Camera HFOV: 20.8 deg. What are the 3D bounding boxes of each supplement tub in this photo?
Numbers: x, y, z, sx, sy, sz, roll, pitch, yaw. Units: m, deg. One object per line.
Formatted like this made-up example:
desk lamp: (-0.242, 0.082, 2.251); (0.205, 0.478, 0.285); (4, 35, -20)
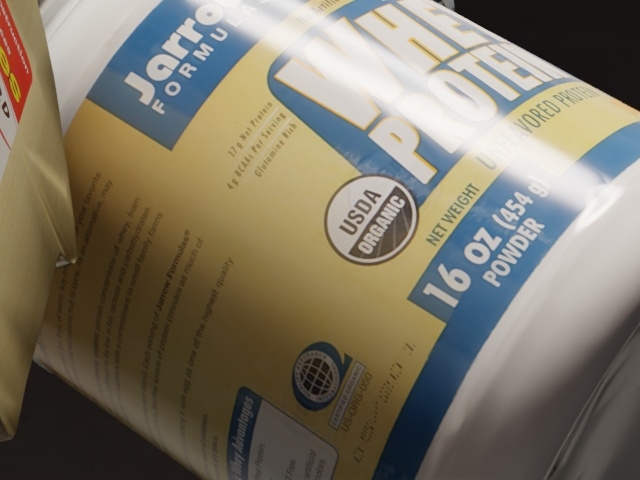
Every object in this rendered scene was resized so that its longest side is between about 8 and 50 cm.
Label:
supplement tub: (0.000, 0.000, 0.476); (0.199, 0.144, 0.144); (32, 66, 23)

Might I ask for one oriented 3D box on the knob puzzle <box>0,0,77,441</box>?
knob puzzle: (-0.096, -0.075, 0.351); (0.030, 0.213, 0.213); (-17, 69, 5)

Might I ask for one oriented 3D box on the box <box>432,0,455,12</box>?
box: (-0.006, -0.110, 1.084); (0.233, 0.044, 0.159); (-20, 106, -40)
